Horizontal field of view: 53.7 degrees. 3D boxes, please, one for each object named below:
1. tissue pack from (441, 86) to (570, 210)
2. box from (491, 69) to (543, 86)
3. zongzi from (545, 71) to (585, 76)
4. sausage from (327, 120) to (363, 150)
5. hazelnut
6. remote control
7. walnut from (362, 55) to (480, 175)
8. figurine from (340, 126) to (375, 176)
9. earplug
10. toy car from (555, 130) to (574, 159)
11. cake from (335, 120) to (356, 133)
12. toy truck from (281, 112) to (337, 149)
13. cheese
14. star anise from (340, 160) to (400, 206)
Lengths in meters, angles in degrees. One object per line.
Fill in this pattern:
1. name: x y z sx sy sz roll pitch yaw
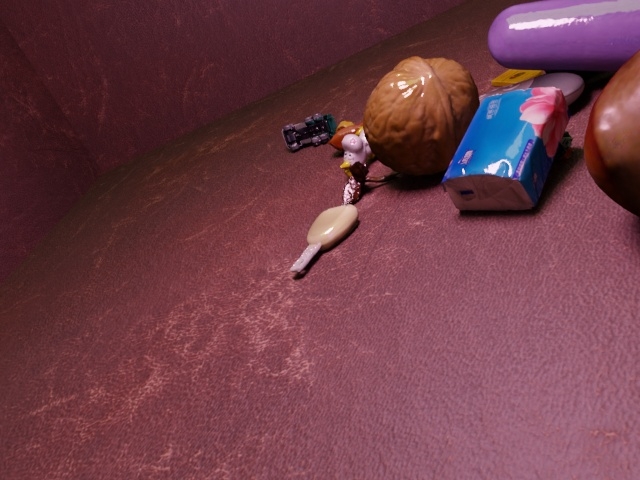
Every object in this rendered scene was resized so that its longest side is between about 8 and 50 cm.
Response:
1. tissue pack: 0.406 -0.203 1.398 0.209 0.137 0.270 2 56 49
2. box: 0.625 -0.518 2.015 0.087 0.023 0.155 -30 24 -12
3. zongzi: 0.806 -0.545 1.740 0.289 0.154 0.317 -41 32 -10
4. sausage: 0.187 -0.375 2.107 0.348 0.094 0.097 -22 11 18
5. hazelnut: 0.606 -0.177 0.995 0.365 0.366 0.366 -23 24 11
6. remote control: 0.541 -0.374 1.714 0.332 0.103 0.221 -12 23 29
7. walnut: 0.262 -0.323 1.634 0.332 0.333 0.333 -23 24 11
8. figurine: 0.121 -0.274 1.933 0.109 0.130 0.178 22 48 35
9. earplug: 0.664 -0.537 1.639 0.455 0.215 0.215 5 37 27
10. toy car: 0.513 -0.211 1.478 0.143 0.054 0.073 -6 34 43
11. cake: 0.095 -0.380 2.224 0.084 0.084 0.044 -7 33 39
12. toy truck: -0.032 -0.423 2.428 0.216 0.110 0.116 -12 16 34
13. cheese: 0.000 0.000 1.599 0.127 0.054 0.251 -10 30 42
14. star anise: 0.140 -0.159 1.782 0.158 0.144 0.140 -60 -6 -61
